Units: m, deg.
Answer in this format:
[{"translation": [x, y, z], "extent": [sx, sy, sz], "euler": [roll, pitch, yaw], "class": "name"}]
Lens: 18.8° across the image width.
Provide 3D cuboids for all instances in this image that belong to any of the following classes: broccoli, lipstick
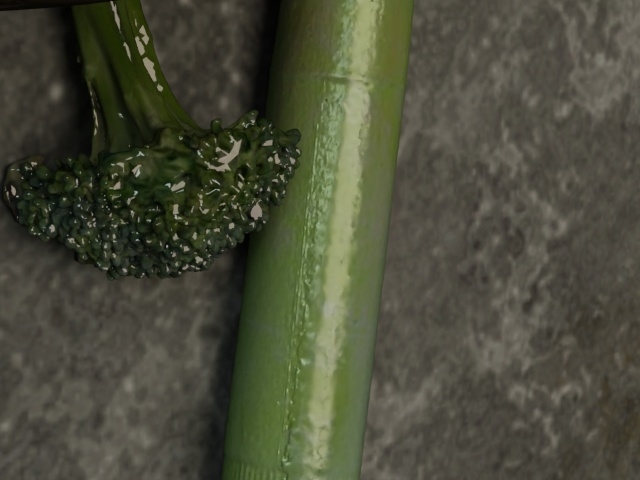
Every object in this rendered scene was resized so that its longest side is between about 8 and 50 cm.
[{"translation": [-0.090, -0.080, 0.917], "extent": [0.118, 0.122, 0.204], "euler": [-22, 95, -51], "class": "broccoli"}, {"translation": [0.000, 0.000, 1.002], "extent": [0.076, 0.076, 0.304], "euler": [7, 92, -40], "class": "lipstick"}]

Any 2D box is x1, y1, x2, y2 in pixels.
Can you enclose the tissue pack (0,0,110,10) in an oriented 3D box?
[{"translation": [-0.159, -0.204, 0.643], "extent": [0.267, 0.387, 0.277], "euler": [10, 90, -41], "class": "tissue pack"}]
